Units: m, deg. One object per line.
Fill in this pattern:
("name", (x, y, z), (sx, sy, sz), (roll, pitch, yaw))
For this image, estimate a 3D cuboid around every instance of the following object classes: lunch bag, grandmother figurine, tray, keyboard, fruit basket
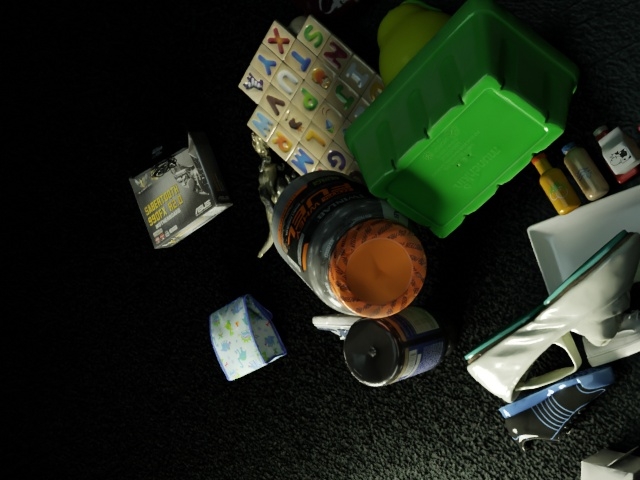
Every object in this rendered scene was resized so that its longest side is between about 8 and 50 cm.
("lunch bag", (-0.163, 0.202, 2.072), (0.128, 0.096, 0.151), (-30, 86, 37))
("grandmother figurine", (0.003, -0.501, 1.865), (0.207, 0.104, 0.343), (34, 112, 41))
("tray", (0.476, 0.003, 1.582), (0.270, 0.030, 0.145), (-23, 80, 38))
("keyboard", (-0.348, -0.182, 2.156), (0.192, 0.038, 0.100), (-24, 56, 39))
("fruit basket", (0.220, -0.247, 1.664), (0.392, 0.282, 0.392), (-47, 24, 28))

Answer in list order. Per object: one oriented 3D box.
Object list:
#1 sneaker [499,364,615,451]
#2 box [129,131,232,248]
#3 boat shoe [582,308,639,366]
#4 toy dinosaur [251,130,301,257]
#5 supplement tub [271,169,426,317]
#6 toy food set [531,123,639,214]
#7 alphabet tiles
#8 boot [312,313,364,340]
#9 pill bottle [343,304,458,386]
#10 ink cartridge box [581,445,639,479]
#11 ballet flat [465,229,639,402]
("sneaker", (0.409, 0.283, 1.640), (0.232, 0.081, 0.091), (-35, 76, 43))
("box", (-0.315, -0.111, 2.185), (0.231, 0.056, 0.183), (-30, 76, 36))
("boat shoe", (0.501, 0.145, 1.562), (0.184, 0.066, 0.063), (-34, 75, 46))
("toy dinosaur", (-0.096, -0.092, 2.008), (0.118, 0.064, 0.268), (12, 106, 57))
("supplement tub", (0.048, 0.005, 1.728), (0.338, 0.207, 0.207), (-140, 57, -66))
("toy food set", (0.453, -0.147, 1.531), (0.232, 0.111, 0.105), (-41, 70, 37))
("alphabet tiles", (-0.002, -0.251, 1.880), (0.342, 0.011, 0.285), (43, 127, 10))
("boot", (0.065, 0.189, 1.904), (0.190, 0.069, 0.086), (0, 92, 37))
("pill bottle", (0.151, 0.181, 1.739), (0.122, 0.219, 0.123), (4, 97, 38))
("ink cartridge box", (0.480, 0.406, 1.583), (0.089, 0.092, 0.143), (5, 97, 39))
("ballet flat", (0.396, 0.136, 1.569), (0.400, 0.139, 0.139), (-48, 66, 40))
